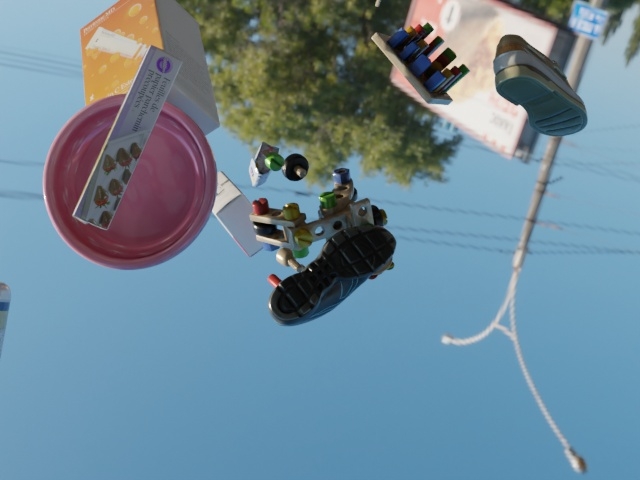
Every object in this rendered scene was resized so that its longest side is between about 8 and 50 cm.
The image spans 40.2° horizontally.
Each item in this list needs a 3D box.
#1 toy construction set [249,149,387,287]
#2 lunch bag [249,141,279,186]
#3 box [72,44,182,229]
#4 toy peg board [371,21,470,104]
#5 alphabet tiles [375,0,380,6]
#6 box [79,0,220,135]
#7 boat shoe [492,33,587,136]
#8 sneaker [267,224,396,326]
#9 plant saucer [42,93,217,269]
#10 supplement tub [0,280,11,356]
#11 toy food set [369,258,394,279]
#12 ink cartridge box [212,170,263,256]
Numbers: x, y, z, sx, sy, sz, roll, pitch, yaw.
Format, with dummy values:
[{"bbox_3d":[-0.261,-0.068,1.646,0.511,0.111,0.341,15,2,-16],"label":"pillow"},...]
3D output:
[{"bbox_3d":[0.000,0.000,1.813,0.257,0.309,0.237,3,-158,-34],"label":"toy construction set"},{"bbox_3d":[-0.131,-0.168,1.957,0.053,0.083,0.071,21,158,-5],"label":"lunch bag"},{"bbox_3d":[-0.333,-0.175,1.507,0.063,0.324,0.067,25,174,-19],"label":"box"},{"bbox_3d":[0.195,-0.337,1.618,0.161,0.079,0.160,51,-159,9],"label":"toy peg board"},{"bbox_3d":[0.198,-0.721,2.046,0.011,0.342,0.285,21,-114,-2],"label":"alphabet tiles"},{"bbox_3d":[-0.367,-0.349,1.856,0.168,0.215,0.345,40,-154,-47],"label":"box"},{"bbox_3d":[0.418,-0.288,1.638,0.113,0.103,0.302,-14,156,31],"label":"boat shoe"},{"bbox_3d":[0.019,0.065,1.575,0.267,0.106,0.101,-32,-110,-12],"label":"sneaker"},{"bbox_3d":[-0.355,-0.109,1.668,0.332,0.332,0.084,18,179,6],"label":"plant saucer"},{"bbox_3d":[-0.665,0.211,1.484,0.228,0.316,0.228,9,175,1],"label":"supplement tub"},{"bbox_3d":[0.097,0.039,1.667,0.083,0.020,0.083,-22,-134,-9],"label":"toy food set"},{"bbox_3d":[-0.219,-0.071,2.249,0.159,0.092,0.218,54,177,-28],"label":"ink cartridge box"}]
